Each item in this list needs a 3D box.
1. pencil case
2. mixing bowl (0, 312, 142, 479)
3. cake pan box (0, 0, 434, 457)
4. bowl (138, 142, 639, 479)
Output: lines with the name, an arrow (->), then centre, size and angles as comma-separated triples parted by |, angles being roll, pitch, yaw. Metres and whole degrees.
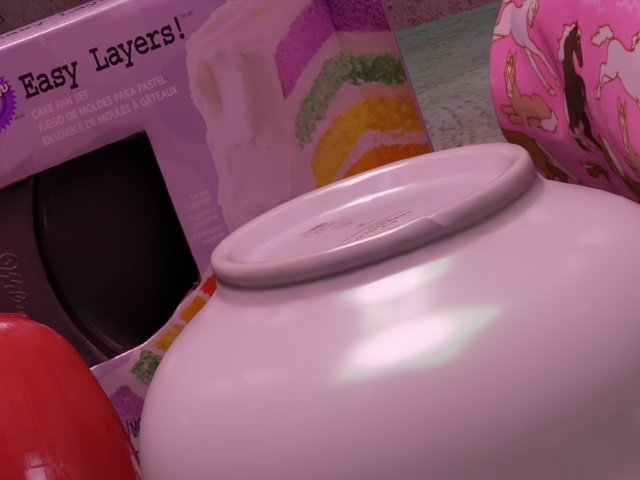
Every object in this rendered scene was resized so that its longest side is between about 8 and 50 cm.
pencil case -> 0.206, -0.066, 0.773 | 0.160, 0.167, 0.386 | -49, 17, 2
mixing bowl -> -0.174, 0.090, 0.757 | 0.181, 0.098, 0.181 | -9, -8, -1
cake pan box -> -0.066, -0.022, 0.876 | 0.267, 0.245, 0.070 | -22, 12, -17
bowl -> 0.042, 0.044, 0.681 | 0.298, 0.134, 0.298 | -18, 12, 4
